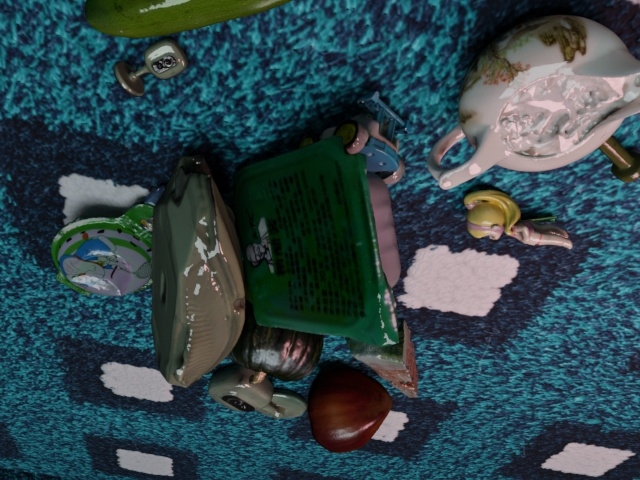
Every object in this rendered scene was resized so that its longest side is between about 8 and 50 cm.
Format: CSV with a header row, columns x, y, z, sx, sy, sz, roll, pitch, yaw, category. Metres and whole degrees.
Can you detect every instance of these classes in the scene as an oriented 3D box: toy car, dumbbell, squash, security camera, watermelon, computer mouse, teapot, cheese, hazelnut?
x,y,z,sx,sy,sz,roll,pitch,yaw,category
0.044,-0.144,0.770,0.161,0.098,0.126,2,162,44,toy car
0.412,-0.130,0.744,0.118,0.052,0.046,32,108,-25,dumbbell
-0.096,0.201,1.076,0.218,0.172,0.218,-2,148,-1,squash
-0.160,0.428,1.402,0.157,0.080,0.301,-24,132,28,security camera
0.162,0.286,1.209,0.154,0.094,0.241,-11,137,29,watermelon
-0.199,0.066,0.892,0.145,0.228,0.429,-3,125,-25,computer mouse
-0.229,-0.239,0.720,0.092,0.058,0.058,-24,129,19,security camera
0.271,-0.165,0.663,0.298,0.139,0.204,-29,128,32,teapot
-0.364,0.010,0.975,0.320,0.083,0.204,-33,129,21,cheese
-0.140,-0.296,0.620,0.292,0.082,0.082,-7,135,13,squash
0.072,0.400,1.262,0.208,0.208,0.208,4,137,4,hazelnut

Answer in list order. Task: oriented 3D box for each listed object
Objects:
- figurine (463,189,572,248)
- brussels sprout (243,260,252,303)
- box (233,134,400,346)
x,y,z,sx,sy,sz,roll,pitch,yaw,category
0.318,-0.031,0.854,0.187,0.083,0.083,15,137,1,figurine
-0.071,0.065,0.968,0.155,0.117,0.155,-10,132,-12,brussels sprout
0.000,0.000,0.778,0.106,0.264,0.336,-11,-176,-35,box
